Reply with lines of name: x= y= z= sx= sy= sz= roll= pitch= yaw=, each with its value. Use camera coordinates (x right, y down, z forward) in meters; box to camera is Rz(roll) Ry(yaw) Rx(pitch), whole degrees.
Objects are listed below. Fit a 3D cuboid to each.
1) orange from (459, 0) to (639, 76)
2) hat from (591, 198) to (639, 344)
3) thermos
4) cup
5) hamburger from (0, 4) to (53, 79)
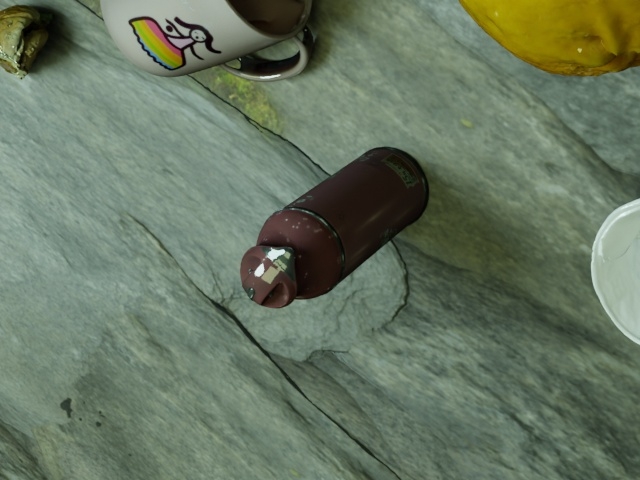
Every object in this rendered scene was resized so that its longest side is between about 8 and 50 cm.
orange: x=0.273 y=-0.304 z=1.135 sx=0.340 sy=0.340 sz=0.293 roll=-14 pitch=80 yaw=34
hat: x=0.408 y=0.022 z=1.336 sx=0.203 sy=0.126 sz=0.203 roll=12 pitch=117 yaw=26
thermos: x=0.000 y=-0.008 z=1.435 sx=0.136 sy=0.330 sz=0.110 roll=-9 pitch=106 yaw=33
cup: x=-0.127 y=-0.286 z=1.499 sx=0.200 sy=0.191 sz=0.253 roll=-17 pitch=134 yaw=38
hamburger: x=-0.425 y=-0.289 z=1.698 sx=0.087 sy=0.176 sz=0.102 roll=29 pitch=85 yaw=-14
